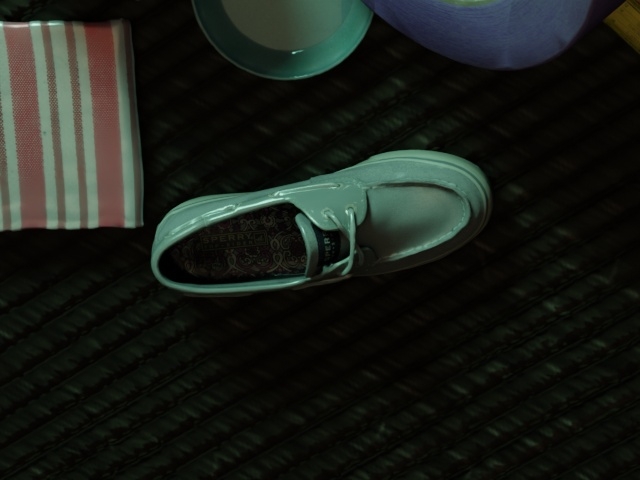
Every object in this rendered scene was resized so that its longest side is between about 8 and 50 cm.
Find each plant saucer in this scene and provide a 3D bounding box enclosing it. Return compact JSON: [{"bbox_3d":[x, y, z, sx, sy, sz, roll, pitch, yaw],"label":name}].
[{"bbox_3d":[-0.023,-0.162,1.268,0.119,0.021,0.119,2,110,6],"label":"plant saucer"}]

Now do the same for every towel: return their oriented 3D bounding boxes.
[{"bbox_3d":[-0.215,-0.077,1.319,0.197,0.029,0.144,0,109,4],"label":"towel"}]

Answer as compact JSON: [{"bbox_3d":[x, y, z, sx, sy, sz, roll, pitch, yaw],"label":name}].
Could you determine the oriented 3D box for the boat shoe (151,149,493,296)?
[{"bbox_3d":[-0.001,-0.001,1.289,0.227,0.081,0.079,-10,108,10],"label":"boat shoe"}]

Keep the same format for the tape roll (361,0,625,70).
[{"bbox_3d":[0.075,-0.232,1.105,0.090,0.275,0.275,-39,104,-25],"label":"tape roll"}]

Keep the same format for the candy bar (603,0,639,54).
[{"bbox_3d":[0.215,-0.126,1.255,0.161,0.018,0.040,40,112,-8],"label":"candy bar"}]
